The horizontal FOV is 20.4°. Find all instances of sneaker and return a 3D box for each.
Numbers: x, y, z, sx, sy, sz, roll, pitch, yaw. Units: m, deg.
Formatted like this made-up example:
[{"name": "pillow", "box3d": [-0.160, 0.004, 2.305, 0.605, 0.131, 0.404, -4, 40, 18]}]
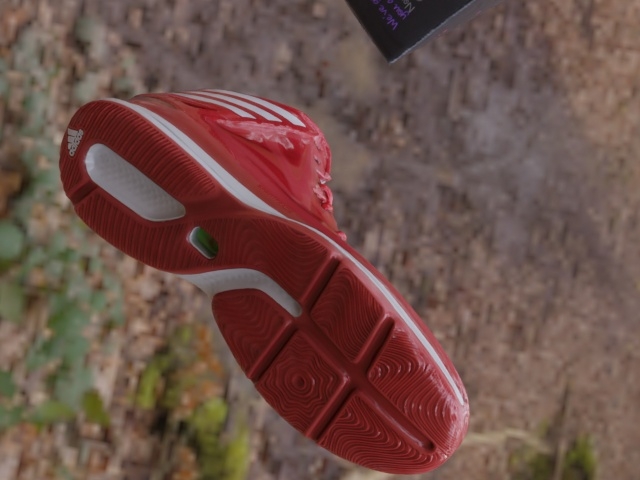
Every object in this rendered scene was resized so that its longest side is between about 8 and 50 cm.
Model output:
[{"name": "sneaker", "box3d": [0.000, 0.000, 0.796, 0.128, 0.221, 0.087, -30, 161, -54]}]

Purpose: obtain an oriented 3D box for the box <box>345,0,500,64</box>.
[{"name": "box", "box3d": [0.130, -0.251, 1.095, 0.270, 0.143, 0.165, -35, 179, 38]}]
